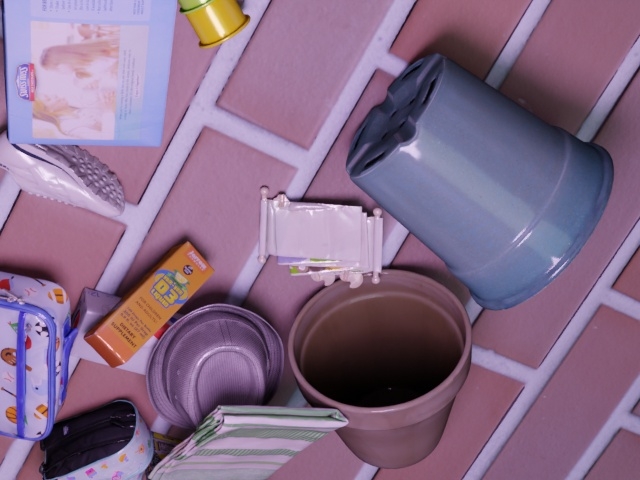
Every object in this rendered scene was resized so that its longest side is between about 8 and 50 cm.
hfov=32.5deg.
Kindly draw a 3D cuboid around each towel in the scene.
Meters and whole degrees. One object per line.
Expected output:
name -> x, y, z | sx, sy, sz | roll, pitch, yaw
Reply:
towel -> -0.127, 0.354, 1.869 | 0.248, 0.038, 0.325 | 6, 148, -30

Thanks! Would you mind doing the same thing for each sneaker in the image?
sneaker -> -0.427, -0.103, 1.791 | 0.235, 0.090, 0.095 | 36, 115, -23

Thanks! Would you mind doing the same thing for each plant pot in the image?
plant pot -> 0.119, 0.263, 1.998 | 0.323, 0.323, 0.280 | -16, 134, -6
plant pot -> 0.245, -0.115, 1.830 | 0.334, 0.341, 0.341 | 35, 103, -17

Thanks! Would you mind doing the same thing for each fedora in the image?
fedora -> -0.173, 0.249, 1.890 | 0.243, 0.124, 0.275 | 7, 114, -18

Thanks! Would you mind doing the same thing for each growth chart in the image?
growth chart -> 0.000, 0.000, 1.949 | 0.237, 0.021, 0.172 | 8, 115, -4

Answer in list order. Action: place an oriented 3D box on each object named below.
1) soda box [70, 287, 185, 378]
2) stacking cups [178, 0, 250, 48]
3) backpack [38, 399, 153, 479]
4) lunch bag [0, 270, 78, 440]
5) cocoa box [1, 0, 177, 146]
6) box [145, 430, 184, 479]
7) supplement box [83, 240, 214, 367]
soda box -> -0.297, 0.178, 1.946 | 0.286, 0.091, 0.098 | 18, 109, -22
stacking cups -> -0.222, -0.451, 1.671 | 0.096, 0.096, 0.316 | -30, 114, 1
backpack -> -0.392, 0.383, 1.979 | 0.188, 0.166, 0.144 | -29, 120, 4
lunch bag -> -0.532, 0.188, 1.838 | 0.243, 0.115, 0.303 | 13, 122, 4
cocoa box -> -0.328, -0.328, 1.546 | 0.231, 0.228, 0.347 | 0, 140, -14
box -> -0.215, 0.450, 2.062 | 0.233, 0.159, 0.044 | 22, 108, -22
supplement box -> -0.287, 0.106, 1.853 | 0.078, 0.080, 0.233 | 47, 61, -10
